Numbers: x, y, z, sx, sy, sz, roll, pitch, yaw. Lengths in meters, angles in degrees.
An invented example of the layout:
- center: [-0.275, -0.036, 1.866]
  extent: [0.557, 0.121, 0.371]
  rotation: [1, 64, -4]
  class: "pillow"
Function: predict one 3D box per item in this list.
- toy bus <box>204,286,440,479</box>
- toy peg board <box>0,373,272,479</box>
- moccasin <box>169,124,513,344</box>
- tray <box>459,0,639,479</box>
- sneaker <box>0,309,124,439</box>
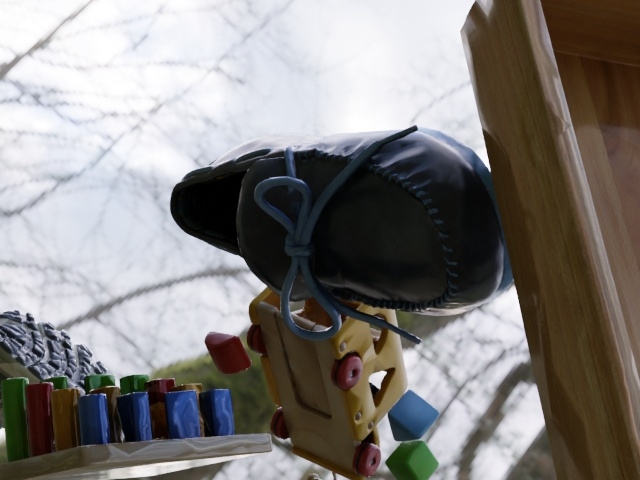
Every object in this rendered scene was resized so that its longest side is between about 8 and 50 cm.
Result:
- center: [0.019, 0.106, 1.163]
  extent: [0.191, 0.104, 0.202]
  rotation: [48, -33, -3]
  class: "toy bus"
- center: [-0.149, 0.130, 1.051]
  extent: [0.161, 0.079, 0.160]
  rotation: [2, -15, -41]
  class: "toy peg board"
- center: [0.000, 0.000, 0.927]
  extent: [0.342, 0.117, 0.138]
  rotation: [4, -73, 66]
  class: "moccasin"
- center: [0.203, 0.038, 0.716]
  extent: [0.202, 0.411, 0.076]
  rotation: [7, -38, -19]
  class: "tray"
- center: [-0.309, 0.121, 1.294]
  extent: [0.283, 0.122, 0.110]
  rotation: [31, 17, -6]
  class: "sneaker"
